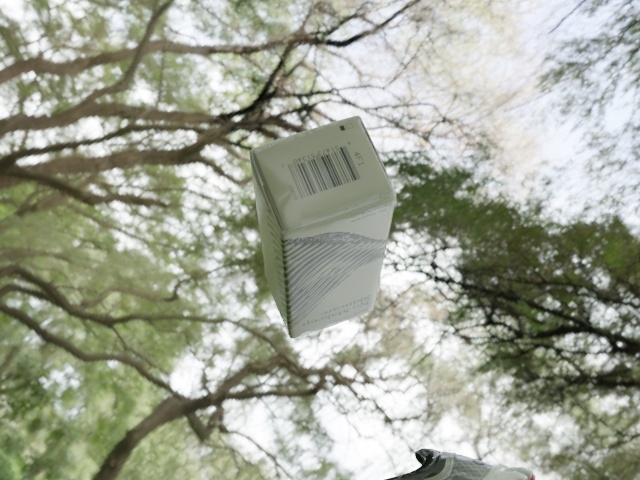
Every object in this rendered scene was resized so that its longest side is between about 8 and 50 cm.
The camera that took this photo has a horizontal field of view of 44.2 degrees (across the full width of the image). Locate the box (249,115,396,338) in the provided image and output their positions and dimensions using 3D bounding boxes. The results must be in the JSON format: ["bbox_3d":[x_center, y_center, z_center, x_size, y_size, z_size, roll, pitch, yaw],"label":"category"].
[{"bbox_3d":[0.000,0.000,0.794,0.275,0.113,0.094,88,-19,-64],"label":"box"}]

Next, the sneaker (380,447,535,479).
[{"bbox_3d":[0.037,0.164,0.390,0.074,0.170,0.063,16,-49,39],"label":"sneaker"}]
